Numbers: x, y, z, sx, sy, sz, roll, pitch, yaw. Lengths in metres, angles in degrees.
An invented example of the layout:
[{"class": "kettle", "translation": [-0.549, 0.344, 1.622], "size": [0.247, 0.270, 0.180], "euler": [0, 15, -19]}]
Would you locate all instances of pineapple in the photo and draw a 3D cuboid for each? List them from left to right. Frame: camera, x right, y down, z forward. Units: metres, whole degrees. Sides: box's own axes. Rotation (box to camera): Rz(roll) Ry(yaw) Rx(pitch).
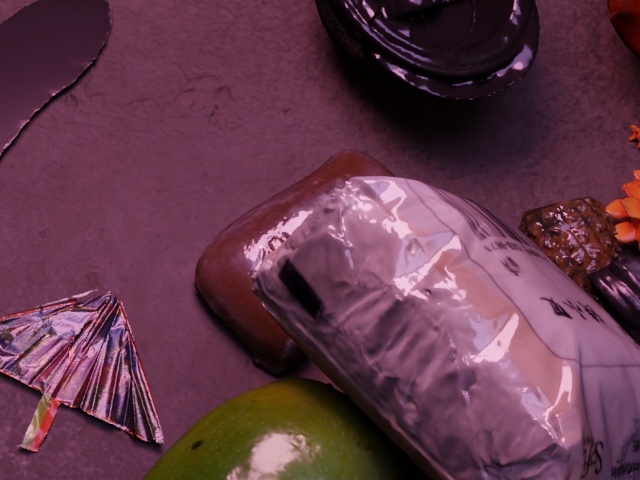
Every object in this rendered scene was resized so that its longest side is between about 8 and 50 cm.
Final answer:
[{"class": "pineapple", "translation": [0.268, 0.054, 1.535], "size": [0.108, 0.108, 0.197], "euler": [-8, 71, -17]}]

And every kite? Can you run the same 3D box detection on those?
[{"class": "kite", "translation": [-0.247, 0.118, 1.430], "size": [0.241, 0.014, 0.183], "euler": [21, 59, 1]}]

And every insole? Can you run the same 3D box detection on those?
[{"class": "insole", "translation": [-0.320, -0.162, 1.588], "size": [0.110, 0.012, 0.309], "euler": [26, 57, 3]}]

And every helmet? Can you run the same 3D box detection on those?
[{"class": "helmet", "translation": [0.105, -0.256, 1.652], "size": [0.230, 0.160, 0.279], "euler": [-23, 81, -23]}]

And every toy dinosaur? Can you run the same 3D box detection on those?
[{"class": "toy dinosaur", "translation": [0.367, -0.015, 1.615], "size": [0.117, 0.070, 0.288], "euler": [-13, 58, -19]}]

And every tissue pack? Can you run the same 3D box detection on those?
[{"class": "tissue pack", "translation": [0.167, 0.100, 1.323], "size": [0.375, 0.195, 0.390], "euler": [12, 29, -53]}]

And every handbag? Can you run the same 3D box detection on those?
[{"class": "handbag", "translation": [0.379, 0.139, 1.388], "size": [0.075, 0.191, 0.332], "euler": [-46, 78, 10]}]

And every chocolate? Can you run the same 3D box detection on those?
[{"class": "chocolate", "translation": [-0.001, 0.000, 1.514], "size": [0.161, 0.083, 0.261], "euler": [43, 59, 13]}]

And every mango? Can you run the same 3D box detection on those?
[{"class": "mango", "translation": [-0.070, 0.278, 1.256], "size": [0.225, 0.201, 0.382], "euler": [41, 59, 2]}]

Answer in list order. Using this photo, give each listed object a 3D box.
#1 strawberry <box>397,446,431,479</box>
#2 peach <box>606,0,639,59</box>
[{"class": "strawberry", "translation": [0.113, 0.215, 1.406], "size": [0.192, 0.085, 0.140], "euler": [-34, 69, -30]}, {"class": "peach", "translation": [0.489, -0.309, 1.683], "size": [0.373, 0.290, 0.372], "euler": [11, 53, -15]}]
